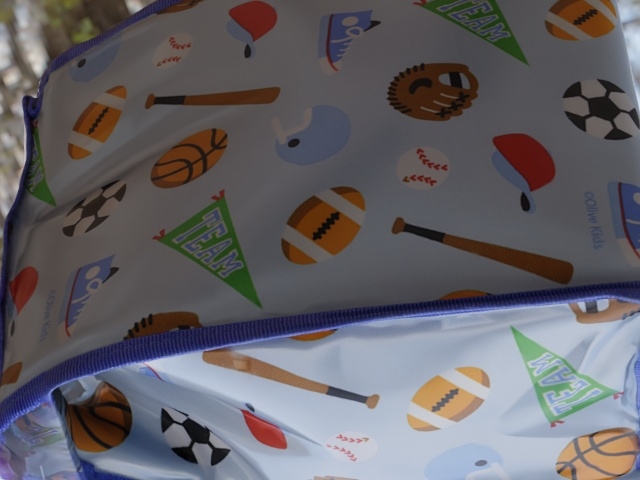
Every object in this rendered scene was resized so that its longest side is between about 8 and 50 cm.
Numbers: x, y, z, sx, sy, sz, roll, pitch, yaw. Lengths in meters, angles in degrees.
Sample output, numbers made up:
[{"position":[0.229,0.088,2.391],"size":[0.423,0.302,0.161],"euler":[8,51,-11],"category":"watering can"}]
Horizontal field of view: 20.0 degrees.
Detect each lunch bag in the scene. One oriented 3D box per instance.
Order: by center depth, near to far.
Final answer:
[{"position":[0.000,0.000,1.103],"size":[0.385,0.239,0.328],"euler":[-5,-135,2],"category":"lunch bag"}]
